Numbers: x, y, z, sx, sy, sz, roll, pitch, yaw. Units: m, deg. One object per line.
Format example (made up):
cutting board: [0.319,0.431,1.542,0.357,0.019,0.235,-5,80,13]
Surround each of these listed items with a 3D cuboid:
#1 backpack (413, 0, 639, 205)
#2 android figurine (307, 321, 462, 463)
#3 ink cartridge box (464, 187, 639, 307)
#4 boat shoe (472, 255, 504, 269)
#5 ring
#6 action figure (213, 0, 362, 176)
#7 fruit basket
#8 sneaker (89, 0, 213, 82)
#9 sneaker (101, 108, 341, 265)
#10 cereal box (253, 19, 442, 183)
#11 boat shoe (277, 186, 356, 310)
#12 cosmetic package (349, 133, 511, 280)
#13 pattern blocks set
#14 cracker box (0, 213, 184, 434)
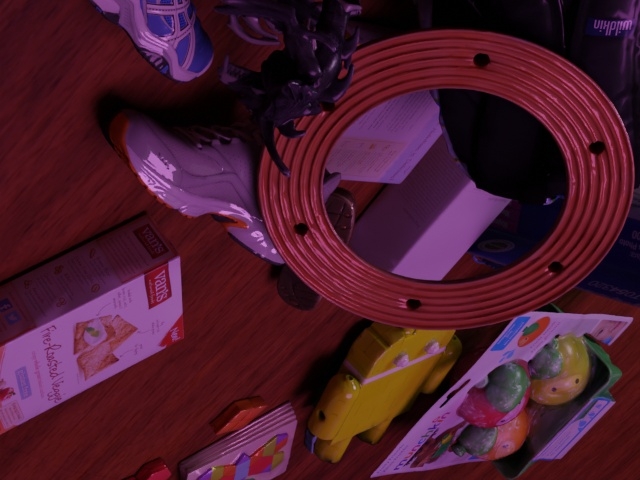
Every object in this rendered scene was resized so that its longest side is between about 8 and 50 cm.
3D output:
backpack: [0.225,-0.194,1.503,0.290,0.273,0.355,-3,122,7]
android figurine: [0.087,0.176,2.123,0.248,0.056,0.273,-16,144,-46]
ink cartridge box: [0.362,-0.029,1.898,0.330,0.324,0.071,-16,113,-38]
boat shoe: [0.266,0.026,2.079,0.089,0.109,0.258,-45,151,26]
ring: [0.111,-0.052,1.468,0.337,0.032,0.336,0,128,0]
action figure: [-0.025,-0.197,1.311,0.164,0.141,0.275,31,79,-82]
fruit basket: [0.267,0.224,2.293,0.327,0.165,0.353,-50,157,21]
sneaker: [-0.128,-0.195,1.298,0.081,0.080,0.211,-39,153,4]
sneaker: [-0.085,-0.078,1.491,0.121,0.099,0.262,-49,140,10]
cereal box: [0.048,-0.135,1.634,0.240,0.047,0.173,1,135,-52]
boat shoe: [0.000,0.000,1.780,0.060,0.064,0.178,-56,172,-44]
cosmetic package: [0.145,-0.053,1.838,0.231,0.085,0.117,-48,151,22]
pattern blocks set: [-0.109,0.292,2.116,0.325,0.026,0.285,-32,152,-12]
cracker box: [-0.248,0.086,1.594,0.232,0.067,0.155,-28,152,-20]
